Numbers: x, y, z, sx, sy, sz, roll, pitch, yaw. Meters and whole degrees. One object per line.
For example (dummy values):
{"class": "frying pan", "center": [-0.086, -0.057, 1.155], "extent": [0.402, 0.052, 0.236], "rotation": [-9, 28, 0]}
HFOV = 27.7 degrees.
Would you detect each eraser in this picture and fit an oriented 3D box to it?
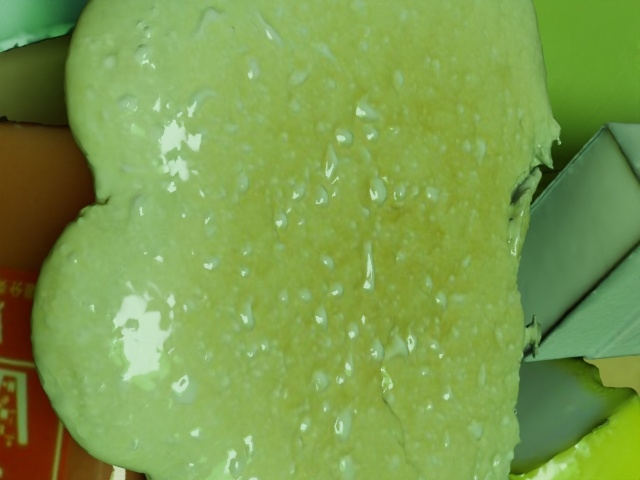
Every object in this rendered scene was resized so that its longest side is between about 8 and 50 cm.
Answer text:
{"class": "eraser", "center": [0.115, 0.144, 0.578], "extent": [0.069, 0.158, 0.226], "rotation": [-34, 112, -13]}
{"class": "eraser", "center": [0.182, 0.000, 0.531], "extent": [0.225, 0.052, 0.095], "rotation": [-1, 145, -33]}

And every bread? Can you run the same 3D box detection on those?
{"class": "bread", "center": [0.000, 0.000, 0.409], "extent": [0.181, 0.039, 0.251], "rotation": [15, 78, -39]}

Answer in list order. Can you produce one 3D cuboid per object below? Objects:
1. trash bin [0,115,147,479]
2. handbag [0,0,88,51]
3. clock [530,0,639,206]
{"class": "trash bin", "center": [-0.082, 0.076, 0.479], "extent": [0.184, 0.161, 0.239], "rotation": [7, 89, -66]}
{"class": "handbag", "center": [-0.121, -0.183, 0.471], "extent": [0.144, 0.057, 0.221], "rotation": [-17, 109, -9]}
{"class": "clock", "center": [0.124, -0.083, 0.562], "extent": [0.202, 0.096, 0.143], "rotation": [-9, 103, -20]}
